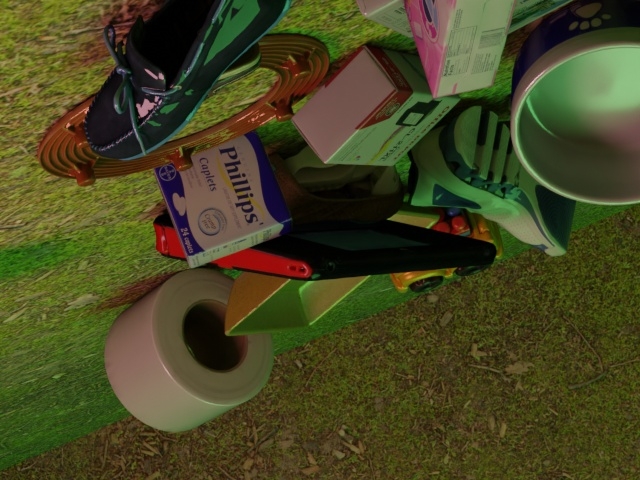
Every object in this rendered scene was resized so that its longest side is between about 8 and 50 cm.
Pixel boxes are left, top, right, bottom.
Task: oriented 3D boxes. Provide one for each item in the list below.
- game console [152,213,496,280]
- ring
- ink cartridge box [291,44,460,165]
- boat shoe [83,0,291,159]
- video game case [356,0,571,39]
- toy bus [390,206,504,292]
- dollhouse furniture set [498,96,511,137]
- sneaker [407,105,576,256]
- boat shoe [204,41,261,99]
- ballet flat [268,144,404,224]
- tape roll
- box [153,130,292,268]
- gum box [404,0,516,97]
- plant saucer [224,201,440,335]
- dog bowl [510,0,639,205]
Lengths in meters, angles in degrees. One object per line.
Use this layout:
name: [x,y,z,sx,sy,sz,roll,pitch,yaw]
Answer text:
game console: [0.000,0.000,1.964,0.342,0.060,0.386,7,-172,45]
ring: [-0.143,-0.132,1.550,0.336,0.032,0.336,-20,170,-4]
ink cartridge box: [0.069,-0.155,1.666,0.127,0.072,0.175,-45,161,24]
boat shoe: [-0.138,-0.170,1.239,0.089,0.109,0.258,3,138,-50]
video game case: [0.231,-0.294,1.465,0.329,0.036,0.300,-26,169,21]
toy bus: [0.210,-0.007,2.581,0.220,0.149,0.211,-21,168,7]
dollhouse furniture set: [0.287,-0.199,2.136,0.114,0.091,0.081,-1,-130,46]
sneaker: [0.235,-0.092,2.124,0.182,0.127,0.315,-5,150,44]
boat shoe: [-0.125,-0.156,1.368,0.152,0.056,0.049,-14,145,12]
ballet flat: [0.027,-0.090,1.963,0.342,0.116,0.124,-4,141,-47]
tape roll: [-0.223,0.188,2.432,0.246,0.246,0.169,-12,167,-41]
box: [-0.119,-0.051,1.747,0.137,0.126,0.072,-21,168,-7]
gum box: [0.125,-0.221,1.291,0.062,0.107,0.188,-12,155,-8]
plant saucer: [0.008,0.027,2.381,0.332,0.081,0.333,-41,164,17]
dog bowl: [0.369,-0.172,1.770,0.264,0.104,0.265,4,136,4]
